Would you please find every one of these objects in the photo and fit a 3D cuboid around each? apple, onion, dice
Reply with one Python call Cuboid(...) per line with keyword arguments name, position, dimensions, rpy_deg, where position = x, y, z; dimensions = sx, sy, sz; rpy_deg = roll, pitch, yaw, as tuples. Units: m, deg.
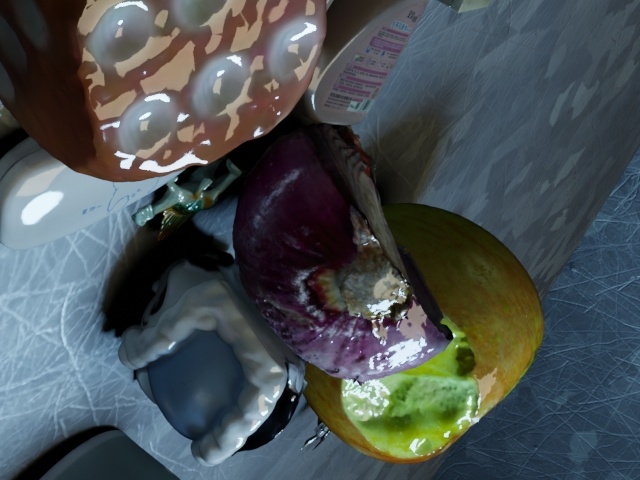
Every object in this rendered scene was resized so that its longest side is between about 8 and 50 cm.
Cuboid(name="apple", position=(0.115, 0.116, 1.444), dimensions=(0.339, 0.340, 0.339), rpy_deg=(-44, 158, -23))
Cuboid(name="onion", position=(0.000, 0.000, 1.148), dimensions=(0.159, 0.267, 0.348), rpy_deg=(-28, -158, 8))
Cuboid(name="dice", position=(-0.109, -0.149, 0.659), dimensions=(0.175, 0.179, 0.173), rpy_deg=(-33, 142, -26))

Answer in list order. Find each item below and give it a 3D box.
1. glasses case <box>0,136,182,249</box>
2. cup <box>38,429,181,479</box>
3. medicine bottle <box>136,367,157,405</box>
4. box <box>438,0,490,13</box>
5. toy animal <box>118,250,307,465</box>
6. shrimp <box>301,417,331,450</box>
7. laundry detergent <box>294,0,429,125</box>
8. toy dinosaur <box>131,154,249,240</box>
Cuboid(name="glasses case", position=(-0.168, -0.068, 0.881), dimensions=(0.233, 0.059, 0.092), rpy_deg=(-34, 152, -42))
Cuboid(name="cup", position=(-0.220, 0.396, 1.181), dimensions=(0.259, 0.275, 0.357), rpy_deg=(-58, 165, 9))
Cuboid(name="medicine bottle", position=(-0.103, 0.118, 1.278), dimensions=(0.221, 0.092, 0.061), rpy_deg=(-38, 150, -36))
Cuboid(name="box", position=(0.180, -0.308, 1.266), dimensions=(0.079, 0.035, 0.083), rpy_deg=(-24, 145, -52))
Cuboid(name="toy animal", position=(-0.110, 0.120, 1.136), dimensions=(0.156, 0.204, 0.208), rpy_deg=(-39, 179, 5))
Cuboid(name="shrimp", position=(0.123, 0.190, 1.814), dimensions=(0.410, 0.166, 0.221), rpy_deg=(-63, 158, -7))
Cuboid(name="laundry detergent", position=(0.040, -0.225, 1.044), dimensions=(0.237, 0.076, 0.171), rpy_deg=(-60, 158, 18))
Cuboid(name="toy dinosaur", position=(-0.121, -0.040, 1.064), dimensions=(0.106, 0.044, 0.187), rpy_deg=(-48, 178, 1))
